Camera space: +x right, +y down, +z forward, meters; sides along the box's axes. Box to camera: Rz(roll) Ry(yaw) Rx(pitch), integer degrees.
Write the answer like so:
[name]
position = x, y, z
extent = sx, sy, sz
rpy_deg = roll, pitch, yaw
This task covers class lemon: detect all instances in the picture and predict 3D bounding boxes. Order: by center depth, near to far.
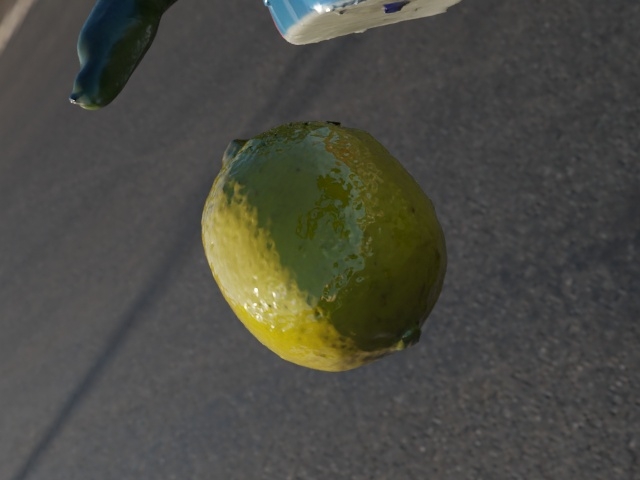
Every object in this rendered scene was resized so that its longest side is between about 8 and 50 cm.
[lemon]
position = 0.000, 0.000, 1.387
extent = 0.320, 0.245, 0.245
rpy_deg = 49, 117, 27

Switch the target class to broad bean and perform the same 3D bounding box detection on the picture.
[broad bean]
position = -0.084, -0.211, 0.998
extent = 0.292, 0.049, 0.144
rpy_deg = -31, 45, -4

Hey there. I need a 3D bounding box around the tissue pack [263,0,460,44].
[tissue pack]
position = 0.003, -0.251, 0.693
extent = 0.209, 0.137, 0.270
rpy_deg = -150, 47, -81
